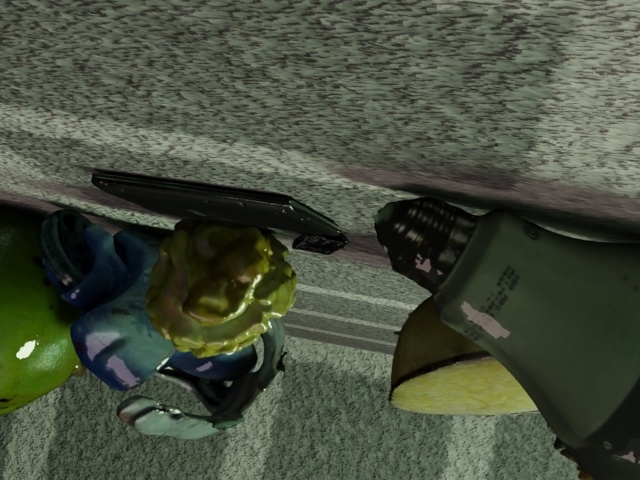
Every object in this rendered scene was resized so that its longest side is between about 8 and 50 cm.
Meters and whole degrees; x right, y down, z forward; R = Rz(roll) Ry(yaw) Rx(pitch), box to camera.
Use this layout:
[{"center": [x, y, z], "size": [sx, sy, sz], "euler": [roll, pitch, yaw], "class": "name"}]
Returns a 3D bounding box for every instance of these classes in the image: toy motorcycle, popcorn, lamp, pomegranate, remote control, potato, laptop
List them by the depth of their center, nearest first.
[{"center": [0.193, 0.062, 1.021], "size": [0.314, 0.182, 0.182], "euler": [32, 166, -22], "class": "lamp"}, {"center": [-0.085, -0.029, 1.257], "size": [0.180, 0.016, 0.129], "euler": [7, 173, 21], "class": "laptop"}, {"center": [0.000, 0.000, 1.369], "size": [0.039, 0.014, 0.096], "euler": [12, 172, -9], "class": "remote control"}, {"center": [-0.096, 0.045, 1.430], "size": [0.145, 0.125, 0.126], "euler": [-8, 145, 23], "class": "popcorn"}, {"center": [0.188, 0.094, 1.454], "size": [0.239, 0.116, 0.299], "euler": [6, 163, -9], "class": "potato"}, {"center": [-0.155, 0.087, 1.619], "size": [0.241, 0.182, 0.319], "euler": [39, -169, 33], "class": "toy motorcycle"}, {"center": [-0.414, 0.070, 1.725], "size": [0.341, 0.260, 0.260], "euler": [17, 172, -25], "class": "pomegranate"}]

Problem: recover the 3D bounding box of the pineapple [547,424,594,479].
[{"center": [0.364, 0.196, 1.747], "size": [0.223, 0.222, 0.357], "euler": [11, -178, -7], "class": "pineapple"}]
